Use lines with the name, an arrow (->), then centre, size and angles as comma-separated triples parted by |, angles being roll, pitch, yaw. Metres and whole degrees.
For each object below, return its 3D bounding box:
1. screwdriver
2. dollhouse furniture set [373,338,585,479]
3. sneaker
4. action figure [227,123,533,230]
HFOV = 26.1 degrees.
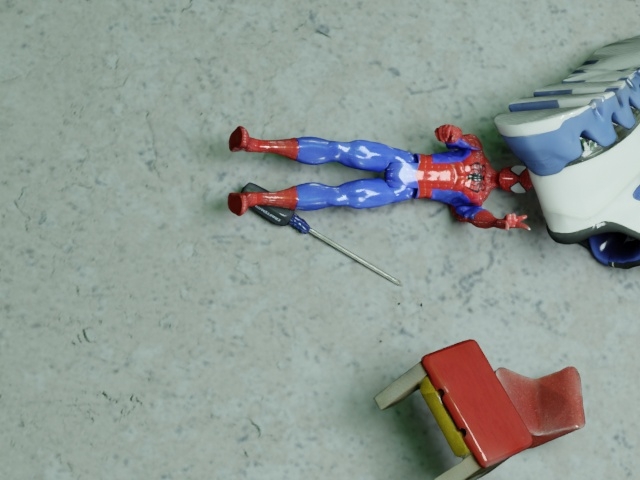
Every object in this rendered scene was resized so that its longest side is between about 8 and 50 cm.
screwdriver -> 0.000, 0.000, 1.248 | 0.170, 0.024, 0.025 | 36, 102, -4
dollhouse furniture set -> 0.237, 0.230, 1.108 | 0.201, 0.152, 0.374 | -14, 69, -45
sneaker -> 0.292, -0.078, 1.261 | 0.316, 0.127, 0.182 | -28, 112, -34
action figure -> 0.072, -0.056, 1.199 | 0.280, 0.139, 0.091 | 0, 92, -19
